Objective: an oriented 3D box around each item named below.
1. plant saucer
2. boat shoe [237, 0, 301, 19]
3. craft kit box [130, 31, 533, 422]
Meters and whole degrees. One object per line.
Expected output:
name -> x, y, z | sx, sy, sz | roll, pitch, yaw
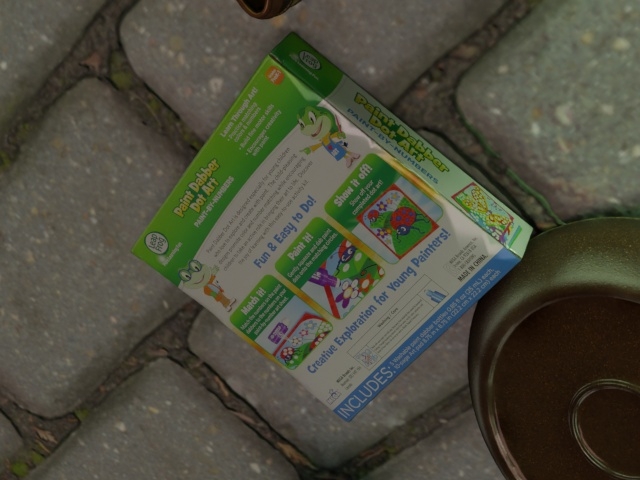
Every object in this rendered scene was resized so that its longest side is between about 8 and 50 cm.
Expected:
plant saucer -> 0.237, 0.136, 0.840 | 0.311, 0.050, 0.310 | 18, 122, 32
boat shoe -> -0.065, -0.239, 0.784 | 0.064, 0.060, 0.178 | -15, 113, 31
craft kit box -> 0.000, 0.000, 0.912 | 0.247, 0.061, 0.250 | 38, 127, -5
